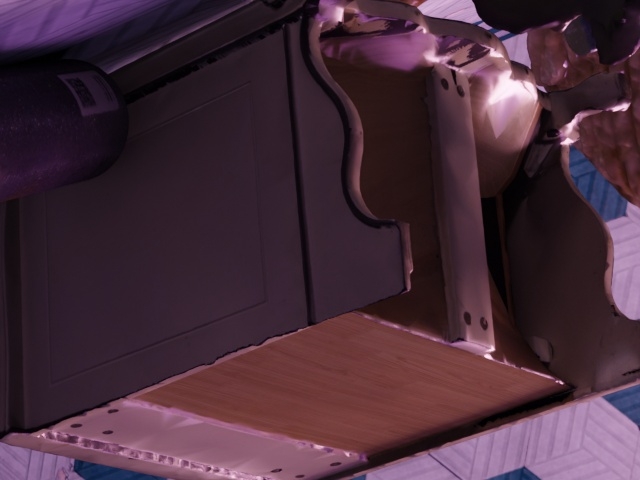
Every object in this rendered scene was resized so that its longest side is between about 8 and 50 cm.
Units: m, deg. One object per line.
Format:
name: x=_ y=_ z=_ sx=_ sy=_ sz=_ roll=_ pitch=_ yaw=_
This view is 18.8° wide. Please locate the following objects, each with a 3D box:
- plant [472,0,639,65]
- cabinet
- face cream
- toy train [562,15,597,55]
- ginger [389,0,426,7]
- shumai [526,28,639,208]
plant: x=0.171 y=-0.159 z=0.924 sx=0.203 sy=0.131 sz=0.142 roll=-35 pitch=-170 yaw=-39
cabinet: x=0.000 y=0.000 z=1.201 sx=0.318 sy=0.227 sz=0.290 roll=-23 pitch=152 yaw=35
face cream: x=-0.184 y=-0.052 z=0.998 sx=0.073 sy=0.073 sz=0.283 roll=-21 pitch=-179 yaw=18
toy train: x=0.289 y=-0.212 z=1.196 sx=0.299 sy=0.131 sz=0.202 roll=-21 pitch=-177 yaw=-21
ginger: x=0.051 y=-0.178 z=1.470 sx=0.097 sy=0.030 sz=0.048 roll=-16 pitch=-148 yaw=50
shumai: x=0.324 y=-0.165 z=1.465 sx=0.267 sy=0.314 sz=0.262 roll=6 pitch=-142 yaw=48
